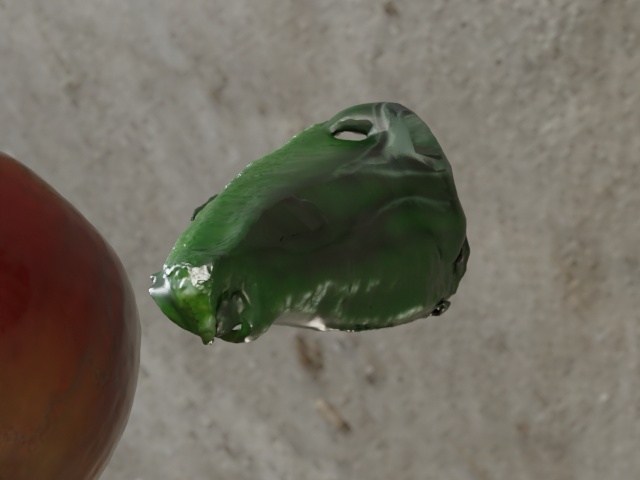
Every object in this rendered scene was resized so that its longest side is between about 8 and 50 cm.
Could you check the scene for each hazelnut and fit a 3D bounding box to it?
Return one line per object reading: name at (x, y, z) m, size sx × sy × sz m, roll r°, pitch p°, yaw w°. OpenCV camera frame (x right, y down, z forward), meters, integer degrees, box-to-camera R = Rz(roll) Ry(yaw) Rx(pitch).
hazelnut at (-0.316, 0.091, 1.302) m, size 0.359 × 0.359 × 0.409 m, roll 50°, pitch 152°, yaw 6°

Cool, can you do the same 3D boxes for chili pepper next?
chili pepper at (-0.001, 0.002, 0.836) m, size 0.108 × 0.216 × 0.062 m, roll 43°, pitch 123°, yaw 10°
